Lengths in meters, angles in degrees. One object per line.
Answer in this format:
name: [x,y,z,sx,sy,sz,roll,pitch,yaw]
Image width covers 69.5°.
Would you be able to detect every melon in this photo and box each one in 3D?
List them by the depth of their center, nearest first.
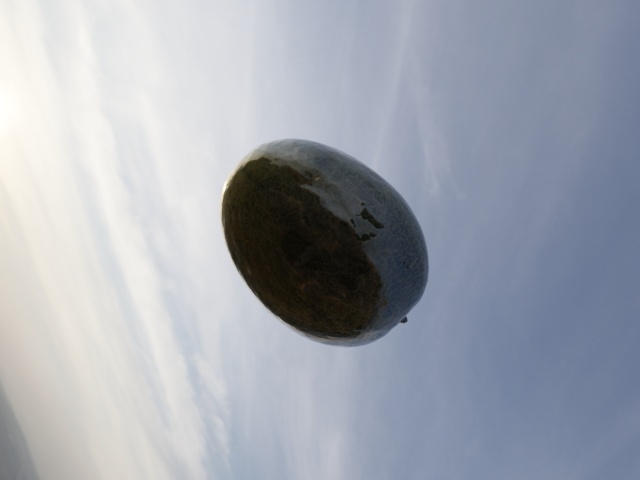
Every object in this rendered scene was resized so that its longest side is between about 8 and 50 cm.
melon: [0.000,0.000,0.659,0.329,0.248,0.248,45,-40,12]
